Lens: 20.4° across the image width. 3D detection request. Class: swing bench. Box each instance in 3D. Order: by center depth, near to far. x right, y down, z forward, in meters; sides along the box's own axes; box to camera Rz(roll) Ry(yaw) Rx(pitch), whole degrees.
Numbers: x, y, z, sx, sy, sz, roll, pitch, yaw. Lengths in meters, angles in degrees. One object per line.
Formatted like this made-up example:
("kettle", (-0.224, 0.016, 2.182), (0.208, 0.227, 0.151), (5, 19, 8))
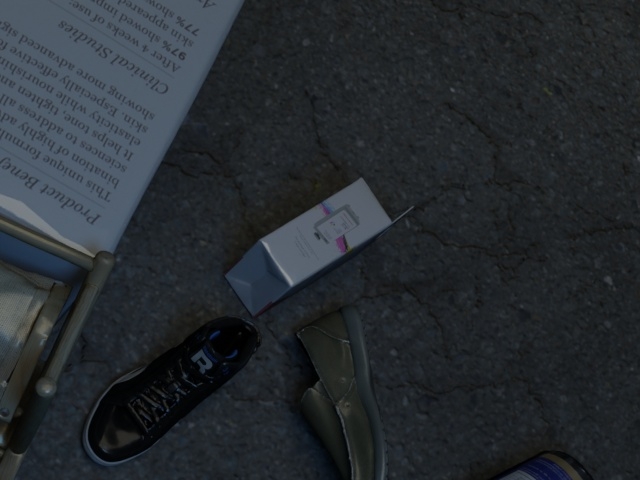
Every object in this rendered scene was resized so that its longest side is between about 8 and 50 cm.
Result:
("swing bench", (-0.354, 0.088, 1.592), (0.253, 0.254, 0.165), (25, 49, -6))

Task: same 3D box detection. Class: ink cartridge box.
("ink cartridge box", (0.000, 0.000, 2.006), (0.198, 0.115, 0.067), (-31, 85, -32))

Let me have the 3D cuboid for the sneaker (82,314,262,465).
("sneaker", (-0.154, 0.146, 1.871), (0.217, 0.121, 0.079), (-40, 89, -32))

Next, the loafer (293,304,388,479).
("loafer", (0.022, 0.195, 1.965), (0.087, 0.094, 0.251), (-9, 62, -2))

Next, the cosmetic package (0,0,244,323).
("cosmetic package", (-0.322, -0.147, 1.792), (0.329, 0.327, 0.393), (31, 59, -10))

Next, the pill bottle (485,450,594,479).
("pill bottle", (0.198, 0.325, 1.963), (0.219, 0.123, 0.122), (-22, 80, -30))
